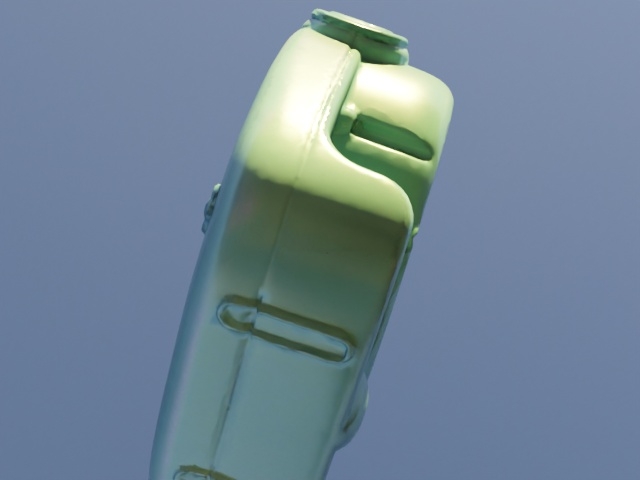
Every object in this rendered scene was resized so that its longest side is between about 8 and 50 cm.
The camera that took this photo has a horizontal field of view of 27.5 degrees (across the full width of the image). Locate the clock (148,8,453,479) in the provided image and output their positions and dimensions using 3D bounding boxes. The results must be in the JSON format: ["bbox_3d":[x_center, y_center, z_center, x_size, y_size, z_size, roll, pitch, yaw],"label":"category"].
[{"bbox_3d":[0.000,0.000,0.664,0.094,0.224,0.274,19,-142,2],"label":"clock"}]
